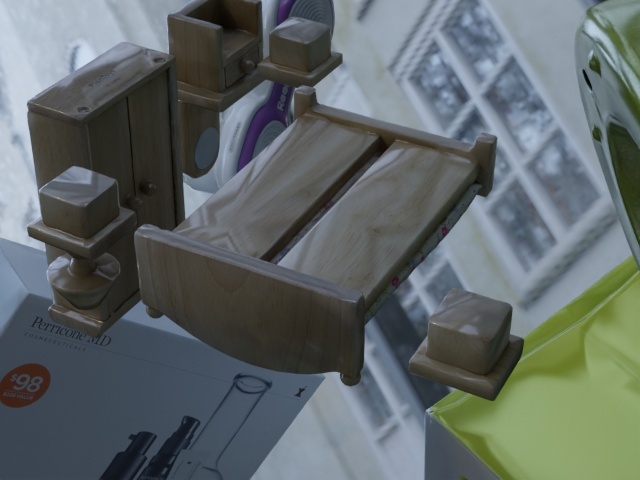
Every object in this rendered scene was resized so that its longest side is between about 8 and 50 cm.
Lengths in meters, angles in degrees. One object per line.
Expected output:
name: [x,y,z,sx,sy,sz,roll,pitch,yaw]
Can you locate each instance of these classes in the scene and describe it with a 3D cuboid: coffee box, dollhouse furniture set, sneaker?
coffee box: [0.317,0.242,1.114,0.338,0.337,0.334,-33,-34,-22]
dollhouse furniture set: [0.000,0.000,0.857,0.303,0.355,0.174,-46,-34,-46]
sneaker: [-0.084,-0.192,1.451,0.152,0.305,0.114,9,-20,36]

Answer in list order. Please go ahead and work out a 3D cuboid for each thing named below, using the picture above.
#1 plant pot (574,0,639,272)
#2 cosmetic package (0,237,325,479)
plant pot: [0.322,-0.060,0.617,0.352,0.367,0.366,-21,-19,6]
cosmetic package: [-0.212,0.175,1.224,0.377,0.097,0.284,21,-73,-47]
